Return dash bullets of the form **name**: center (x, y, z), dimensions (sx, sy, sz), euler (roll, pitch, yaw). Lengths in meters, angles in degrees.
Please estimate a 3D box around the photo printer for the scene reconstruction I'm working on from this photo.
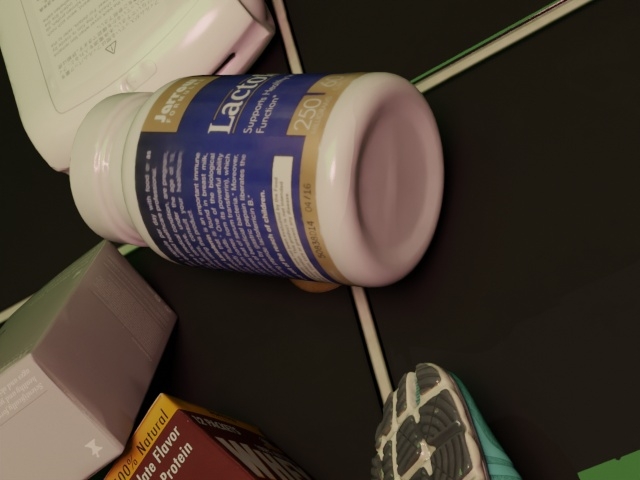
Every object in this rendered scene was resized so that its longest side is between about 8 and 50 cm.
- **photo printer**: center (-0.185, -0.222, 1.062), dimensions (0.256, 0.107, 0.307), euler (-35, 57, 16)

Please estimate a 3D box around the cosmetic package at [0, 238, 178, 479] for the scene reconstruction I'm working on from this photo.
- **cosmetic package**: center (-0.200, 0.104, 0.866), dimensions (0.127, 0.107, 0.238), euler (-37, 11, 12)

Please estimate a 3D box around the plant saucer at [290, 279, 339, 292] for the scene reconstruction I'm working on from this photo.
- **plant saucer**: center (0.000, 0.000, 0.911), dimensions (0.083, 0.015, 0.083), euler (-13, 64, 28)

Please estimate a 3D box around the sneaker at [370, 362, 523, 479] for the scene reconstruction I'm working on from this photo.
- **sneaker**: center (0.118, 0.202, 0.700), dimensions (0.107, 0.110, 0.275), euler (-50, 54, 38)

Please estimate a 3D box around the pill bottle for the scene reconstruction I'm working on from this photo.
- **pill bottle**: center (-0.054, -0.050, 0.859), dimensions (0.264, 0.153, 0.153), euler (4, 73, 34)

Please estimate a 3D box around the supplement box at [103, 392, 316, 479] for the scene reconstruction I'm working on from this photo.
- **supplement box**: center (-0.068, 0.247, 0.781), dimensions (0.194, 0.129, 0.191), euler (34, 90, 37)
